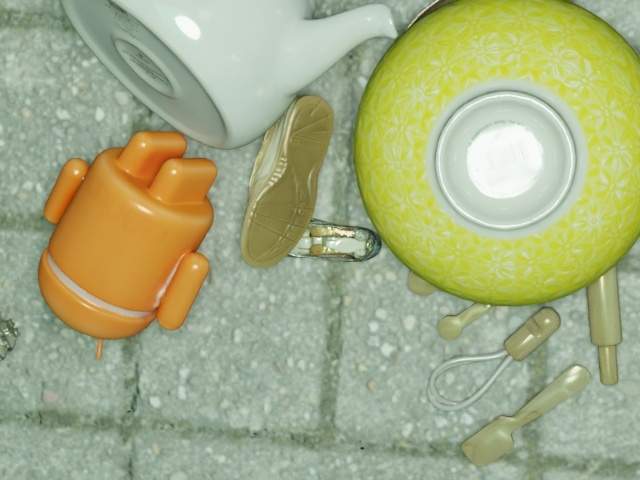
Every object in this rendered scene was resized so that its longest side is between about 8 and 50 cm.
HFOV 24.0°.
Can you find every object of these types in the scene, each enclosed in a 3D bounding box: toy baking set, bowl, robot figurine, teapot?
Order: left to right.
[{"bbox_3d":[-0.185,0.000,1.411,0.158,0.128,0.219,27,110,-15],"label":"robot figurine"},{"bbox_3d":[-0.099,-0.220,1.343,0.256,0.252,0.187,45,74,-16],"label":"teapot"},{"bbox_3d":[0.163,-0.074,1.307,0.289,0.156,0.289,1,97,7],"label":"bowl"},{"bbox_3d":[0.189,0.081,1.426,0.197,0.030,0.256,-9,96,12],"label":"toy baking set"}]

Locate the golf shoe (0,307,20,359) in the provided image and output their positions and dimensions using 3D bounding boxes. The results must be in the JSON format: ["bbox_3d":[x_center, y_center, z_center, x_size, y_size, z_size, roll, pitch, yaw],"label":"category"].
[{"bbox_3d":[-0.379,0.055,1.483,0.086,0.069,0.176,-31,91,16],"label":"golf shoe"}]

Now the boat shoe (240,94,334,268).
[{"bbox_3d":[-0.036,-0.057,1.423,0.063,0.059,0.170,21,93,-24],"label":"boat shoe"}]

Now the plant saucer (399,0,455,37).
[{"bbox_3d":[0.160,-0.140,1.396,0.199,0.036,0.198,1,98,7],"label":"plant saucer"}]

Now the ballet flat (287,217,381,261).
[{"bbox_3d":[0.000,0.000,1.434,0.114,0.041,0.041,4,98,8],"label":"ballet flat"}]
